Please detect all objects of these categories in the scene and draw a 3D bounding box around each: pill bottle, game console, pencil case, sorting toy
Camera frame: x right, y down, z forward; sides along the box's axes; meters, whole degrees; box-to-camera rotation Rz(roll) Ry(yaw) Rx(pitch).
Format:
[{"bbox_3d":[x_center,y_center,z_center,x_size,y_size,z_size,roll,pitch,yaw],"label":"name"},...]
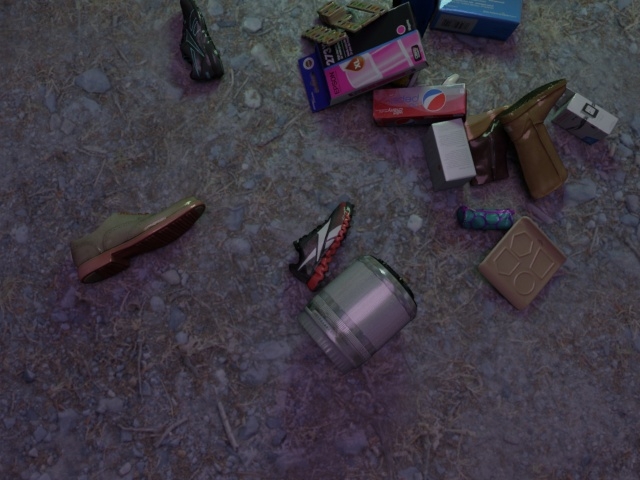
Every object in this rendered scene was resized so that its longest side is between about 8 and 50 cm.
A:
[{"bbox_3d":[0.208,-0.531,1.539,0.184,0.103,0.103,27,82,3],"label":"pill bottle"},{"bbox_3d":[0.318,-0.734,1.475,0.173,0.293,0.250,44,83,3],"label":"game console"},{"bbox_3d":[0.478,-0.066,1.498,0.151,0.070,0.065,2,45,-2],"label":"pencil case"},{"bbox_3d":[0.578,0.065,1.486,0.193,0.038,0.208,43,88,-9],"label":"sorting toy"}]

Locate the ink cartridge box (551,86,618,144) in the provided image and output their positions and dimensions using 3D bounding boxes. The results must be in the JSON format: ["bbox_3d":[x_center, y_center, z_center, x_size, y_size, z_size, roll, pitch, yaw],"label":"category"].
[{"bbox_3d":[0.763,-0.367,1.529,0.180,0.104,0.060,33,84,4],"label":"ink cartridge box"}]

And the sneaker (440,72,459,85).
[{"bbox_3d":[0.375,-0.424,1.554,0.075,0.057,0.161,41,88,2],"label":"sneaker"}]

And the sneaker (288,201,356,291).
[{"bbox_3d":[0.000,0.000,1.463,0.135,0.097,0.276,27,84,0],"label":"sneaker"}]

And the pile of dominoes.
[{"bbox_3d":[0.055,-0.646,1.496,0.196,0.251,0.040,-34,126,-3],"label":"pile of dominoes"}]

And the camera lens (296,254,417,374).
[{"bbox_3d":[0.102,0.191,1.378,0.274,0.219,0.219,-40,85,-6],"label":"camera lens"}]

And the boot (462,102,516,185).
[{"bbox_3d":[0.532,-0.289,1.540,0.248,0.090,0.207,-18,97,-8],"label":"boot"}]

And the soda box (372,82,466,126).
[{"bbox_3d":[0.286,-0.389,1.492,0.263,0.083,0.092,0,86,17],"label":"soda box"}]

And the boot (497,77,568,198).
[{"bbox_3d":[0.650,-0.294,1.492,0.236,0.089,0.270,-33,106,-3],"label":"boot"}]

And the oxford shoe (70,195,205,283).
[{"bbox_3d":[-0.516,-0.036,1.440,0.396,0.140,0.147,-29,77,-7],"label":"oxford shoe"}]

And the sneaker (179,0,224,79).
[{"bbox_3d":[-0.378,-0.603,1.538,0.106,0.101,0.268,-22,83,-2],"label":"sneaker"}]

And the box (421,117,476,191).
[{"bbox_3d":[0.367,-0.243,1.489,0.090,0.130,0.171,-12,83,-4],"label":"box"}]

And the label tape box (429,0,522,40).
[{"bbox_3d":[0.486,-0.813,1.581,0.249,0.115,0.348,9,80,-1],"label":"label tape box"}]

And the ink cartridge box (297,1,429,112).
[{"bbox_3d":[0.109,-0.517,1.482,0.370,0.069,0.176,-17,86,23],"label":"ink cartridge box"}]
